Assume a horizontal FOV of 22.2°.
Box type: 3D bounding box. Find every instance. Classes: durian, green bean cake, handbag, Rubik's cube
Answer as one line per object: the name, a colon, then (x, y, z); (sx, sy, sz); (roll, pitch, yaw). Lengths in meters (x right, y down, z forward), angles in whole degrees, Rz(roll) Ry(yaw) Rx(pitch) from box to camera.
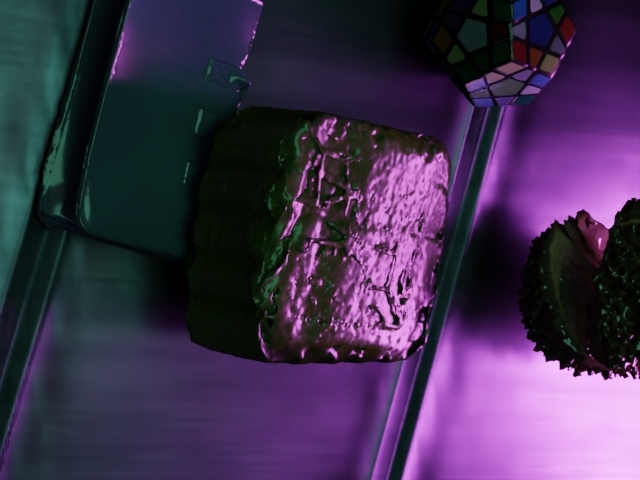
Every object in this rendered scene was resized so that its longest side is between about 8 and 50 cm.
durian: (0.279, 0.052, 1.466); (0.196, 0.196, 0.167); (39, 71, -31)
green bean cake: (0.000, 0.000, 1.298); (0.214, 0.113, 0.200); (9, 92, -48)
handbag: (-0.125, -0.099, 1.258); (0.144, 0.057, 0.221); (19, 82, -41)
Rubik's cube: (0.153, -0.178, 1.404); (0.133, 0.112, 0.133); (-4, 97, -36)
